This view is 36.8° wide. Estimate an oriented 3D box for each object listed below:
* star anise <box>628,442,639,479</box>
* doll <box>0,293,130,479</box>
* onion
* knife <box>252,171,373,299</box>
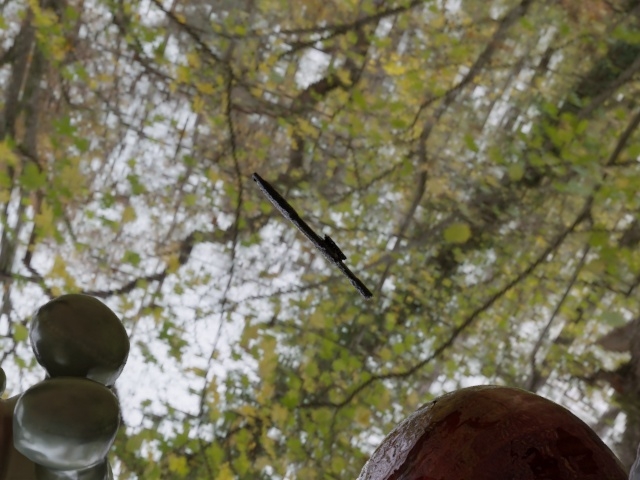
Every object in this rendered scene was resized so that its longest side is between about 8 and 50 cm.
[{"bbox_3d":[0.182,0.160,0.412,0.110,0.258,0.198,10,-157,17],"label":"star anise"},{"bbox_3d":[-0.210,0.125,0.443,0.274,0.113,0.155,-19,-141,-10],"label":"doll"},{"bbox_3d":[0.101,0.218,0.623,0.248,0.248,0.161,39,-155,31],"label":"onion"},{"bbox_3d":[0.002,0.002,1.076,0.222,0.021,0.045,46,-179,-31],"label":"knife"}]
